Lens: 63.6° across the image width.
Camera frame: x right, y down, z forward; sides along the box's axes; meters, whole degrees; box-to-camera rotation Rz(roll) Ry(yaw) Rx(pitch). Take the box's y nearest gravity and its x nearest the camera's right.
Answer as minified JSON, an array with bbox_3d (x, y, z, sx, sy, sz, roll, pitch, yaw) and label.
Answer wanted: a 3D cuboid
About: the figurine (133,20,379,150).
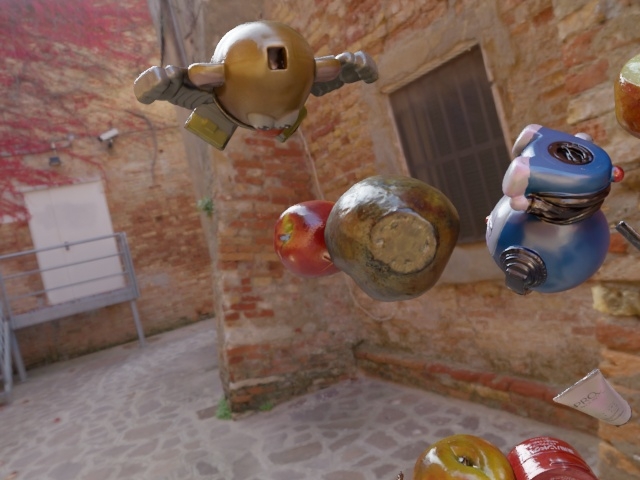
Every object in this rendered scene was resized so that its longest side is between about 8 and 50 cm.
[{"bbox_3d":[-0.093,-0.233,0.778,0.342,0.167,0.285,-33,7,-17],"label":"figurine"}]

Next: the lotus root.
[{"bbox_3d":[0.132,-0.009,0.975,0.250,0.251,0.346,-13,2,1],"label":"lotus root"}]

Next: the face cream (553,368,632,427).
[{"bbox_3d":[0.511,0.292,0.952,0.092,0.058,0.243,-45,-48,17],"label":"face cream"}]

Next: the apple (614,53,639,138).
[{"bbox_3d":[0.626,-0.253,0.913,0.173,0.160,0.195,1,46,52],"label":"apple"}]

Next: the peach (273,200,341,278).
[{"bbox_3d":[0.000,0.000,1.295,0.226,0.196,0.189,12,-7,-38],"label":"peach"}]

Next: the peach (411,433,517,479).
[{"bbox_3d":[0.258,0.453,0.926,0.190,0.193,0.190,-8,31,5],"label":"peach"}]

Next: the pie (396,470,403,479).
[{"bbox_3d":[0.098,0.462,0.796,0.033,0.191,0.088,11,2,7],"label":"pie"}]

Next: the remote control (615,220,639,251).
[{"bbox_3d":[0.724,-0.003,1.192,0.014,0.096,0.039,-35,-19,-13],"label":"remote control"}]

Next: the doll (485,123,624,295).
[{"bbox_3d":[0.447,-0.041,1.015,0.240,0.310,0.284,27,48,28],"label":"doll"}]

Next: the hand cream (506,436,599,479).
[{"bbox_3d":[0.494,0.532,1.101,0.192,0.193,0.125,-13,9,4],"label":"hand cream"}]
